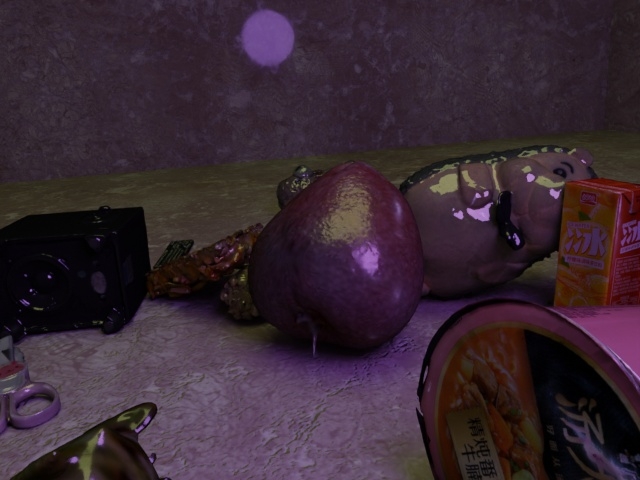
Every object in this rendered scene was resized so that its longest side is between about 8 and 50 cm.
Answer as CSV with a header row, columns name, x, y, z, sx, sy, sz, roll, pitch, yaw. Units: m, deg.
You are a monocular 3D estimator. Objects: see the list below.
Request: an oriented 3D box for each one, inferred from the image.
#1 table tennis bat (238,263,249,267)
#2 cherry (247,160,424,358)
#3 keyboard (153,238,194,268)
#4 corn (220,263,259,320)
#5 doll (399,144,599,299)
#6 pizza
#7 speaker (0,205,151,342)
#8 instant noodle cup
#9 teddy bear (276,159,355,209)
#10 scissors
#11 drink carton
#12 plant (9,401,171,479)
name,x,y,z,sx,sy,sz,roll,pitch,yaw
table tennis bat,-0.144,-0.017,1.231,0.107,0.119,0.170,11,24,40
cherry,0.027,0.026,0.799,0.261,0.307,0.221,2,-24,32
keyboard,-0.349,0.031,1.301,0.061,0.013,0.204,-4,16,-3
corn,-0.110,0.078,0.981,0.087,0.087,0.211,0,12,13
doll,0.289,-0.038,0.899,0.349,0.247,0.247,-19,15,8
pizza,-0.175,0.026,1.025,0.251,0.074,0.287,-30,9,-41
speaker,-0.452,0.045,0.988,0.232,0.184,0.254,-5,15,-5
instant noodle cup,0.250,0.149,0.448,0.255,0.244,0.244,-4,14,-29
teddy bear,0.004,-0.151,1.595,0.267,0.151,0.236,-1,23,-7
scissors,-0.432,0.193,0.747,0.118,0.031,0.242,-13,23,-27
drink carton,0.390,0.030,0.756,0.071,0.223,0.096,-8,18,-19
plant,-0.250,0.229,0.366,0.333,0.180,0.251,-6,6,6
